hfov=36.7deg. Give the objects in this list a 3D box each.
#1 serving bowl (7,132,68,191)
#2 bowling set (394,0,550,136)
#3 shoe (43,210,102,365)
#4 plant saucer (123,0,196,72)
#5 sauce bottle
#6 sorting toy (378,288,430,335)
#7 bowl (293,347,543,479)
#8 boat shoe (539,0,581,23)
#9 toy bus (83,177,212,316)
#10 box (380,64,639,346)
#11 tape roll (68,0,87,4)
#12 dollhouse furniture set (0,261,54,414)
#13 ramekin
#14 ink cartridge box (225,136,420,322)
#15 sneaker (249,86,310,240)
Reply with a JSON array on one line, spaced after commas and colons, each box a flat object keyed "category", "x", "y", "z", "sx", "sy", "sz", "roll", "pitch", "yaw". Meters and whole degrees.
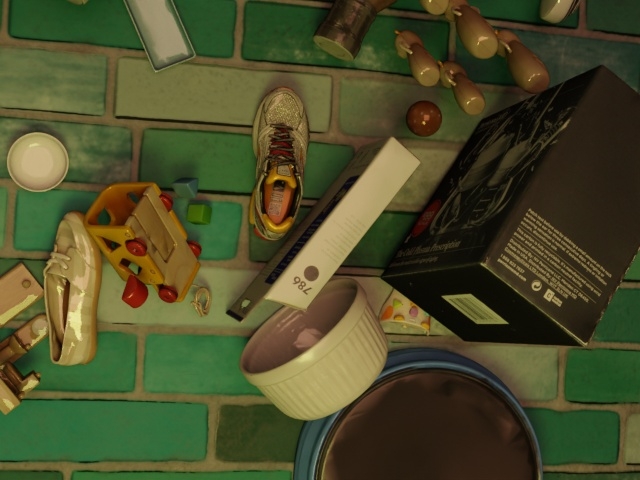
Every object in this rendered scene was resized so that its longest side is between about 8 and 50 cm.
[{"category": "serving bowl", "x": -0.398, "y": -0.110, "z": 1.363, "sx": 0.083, "sy": 0.027, "sz": 0.083, "roll": 0, "pitch": 91, "yaw": -12}, {"category": "bowling set", "x": 0.175, "y": -0.269, "z": 1.428, "sx": 0.287, "sy": 0.154, "sz": 0.200, "roll": 32, "pitch": 114, "yaw": -33}, {"category": "shoe", "x": -0.348, "y": 0.068, "z": 1.344, "sx": 0.058, "sy": 0.076, "sz": 0.219, "roll": -4, "pitch": 95, "yaw": -49}, {"category": "plant saucer", "x": -0.248, "y": -0.343, "z": 1.399, "sx": 0.067, "sy": 0.018, "sz": 0.192, "roll": -24, "pitch": 94, "yaw": -11}, {"category": "sauce bottle", "x": 0.100, "y": -0.428, "z": 1.428, "sx": 0.111, "sy": 0.111, "sz": 0.344, "roll": 28, "pitch": 86, "yaw": -11}, {"category": "sorting toy", "x": 0.139, "y": 0.097, "z": 1.479, "sx": 0.083, "sy": 0.045, "sz": 0.075, "roll": 15, "pitch": 68, "yaw": -12}, {"category": "bowl", "x": 0.154, "y": 0.359, "z": 1.460, "sx": 0.391, "sy": 0.077, "sz": 0.391, "roll": 0, "pitch": 90, "yaw": -12}, {"category": "boat shoe", "x": 0.440, "y": -0.460, "z": 1.507, "sx": 0.102, "sy": 0.108, "sz": 0.301, "roll": 27, "pitch": 78, "yaw": -9}, {"category": "toy bus", "x": -0.246, "y": 0.011, "z": 1.353, "sx": 0.104, "sy": 0.191, "sz": 0.202, "roll": 2, "pitch": 93, "yaw": 27}, {"category": "box", "x": 0.285, "y": -0.033, "z": 1.334, "sx": 0.179, "sy": 0.343, "sz": 0.312, "roll": 37, "pitch": 75, "yaw": -11}, {"category": "tape roll", "x": -0.353, "y": -0.453, "z": 1.261, "sx": 0.246, "sy": 0.246, "sz": 0.169, "roll": 41, "pitch": 82, "yaw": -9}, {"category": "dollhouse furniture set", "x": -0.412, "y": 0.127, "z": 1.299, "sx": 0.123, "sy": 0.151, "sz": 0.144, "roll": -38, "pitch": 100, "yaw": -10}, {"category": "ramekin", "x": -0.002, "y": 0.159, "z": 1.365, "sx": 0.207, "sy": 0.207, "sz": 0.109, "roll": -38, "pitch": 107, "yaw": -9}, {"category": "ink cartridge box", "x": 0.000, "y": 0.000, "z": 1.380, "sx": 0.065, "sy": 0.165, "sz": 0.332, "roll": 41, "pitch": 83, "yaw": -11}, {"category": "sneaker", "x": -0.053, "y": -0.111, "z": 1.404, "sx": 0.088, "sy": 0.093, "sz": 0.225, "roll": 2, "pitch": 89, "yaw": -12}]
